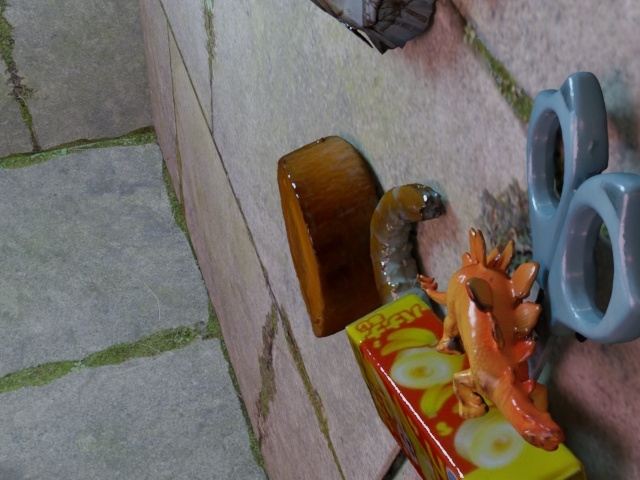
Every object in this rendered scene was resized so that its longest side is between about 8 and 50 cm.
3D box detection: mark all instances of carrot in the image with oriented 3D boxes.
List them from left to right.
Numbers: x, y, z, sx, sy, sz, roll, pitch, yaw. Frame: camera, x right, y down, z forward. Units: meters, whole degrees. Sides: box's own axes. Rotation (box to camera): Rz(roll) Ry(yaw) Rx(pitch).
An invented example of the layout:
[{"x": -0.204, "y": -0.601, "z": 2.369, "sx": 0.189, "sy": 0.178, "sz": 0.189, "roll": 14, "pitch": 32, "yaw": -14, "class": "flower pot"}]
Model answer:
[{"x": 0.000, "y": 0.000, "z": 0.963, "sx": 0.307, "sy": 0.100, "sz": 0.258, "roll": 120, "pitch": 137, "yaw": -70, "class": "carrot"}]

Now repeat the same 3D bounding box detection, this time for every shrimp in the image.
[{"x": 0.101, "y": 0.020, "z": 0.749, "sx": 0.166, "sy": 0.049, "sz": 0.161, "roll": 126, "pitch": 131, "yaw": -60, "class": "shrimp"}]

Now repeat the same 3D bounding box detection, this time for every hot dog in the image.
[{"x": 0.021, "y": -0.293, "z": 0.686, "sx": 0.270, "sy": 0.082, "sz": 0.162, "roll": 51, "pitch": 160, "yaw": 40, "class": "hot dog"}]

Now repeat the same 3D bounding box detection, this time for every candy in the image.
[{"x": 0.126, "y": 0.176, "z": 0.638, "sx": 0.276, "sy": 0.088, "sz": 0.146, "roll": 49, "pitch": 162, "yaw": 58, "class": "candy"}]

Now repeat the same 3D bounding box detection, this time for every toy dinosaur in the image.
[{"x": 0.125, "y": 0.051, "z": 0.542, "sx": 0.288, "sy": 0.071, "sz": 0.117, "roll": -102, "pitch": 17, "yaw": -67, "class": "toy dinosaur"}]

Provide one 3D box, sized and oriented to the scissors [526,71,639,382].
[{"x": 0.173, "y": 0.056, "z": 0.530, "sx": 0.360, "sy": 0.030, "sz": 0.191, "roll": 83, "pitch": 180, "yaw": -48, "class": "scissors"}]
